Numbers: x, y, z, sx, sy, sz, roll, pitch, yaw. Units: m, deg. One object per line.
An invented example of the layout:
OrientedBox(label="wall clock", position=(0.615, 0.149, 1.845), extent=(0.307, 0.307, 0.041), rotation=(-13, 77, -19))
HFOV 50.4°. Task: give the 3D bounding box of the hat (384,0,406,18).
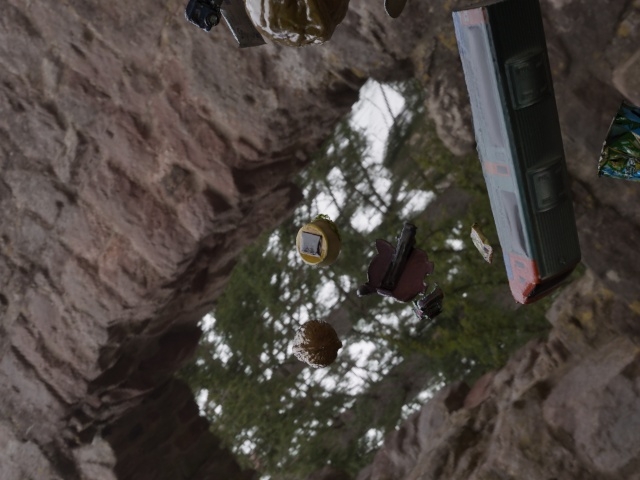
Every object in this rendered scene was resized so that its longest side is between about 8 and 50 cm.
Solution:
OrientedBox(label="hat", position=(0.177, -0.628, 1.588), extent=(0.173, 0.166, 0.144), rotation=(-33, -108, -29))

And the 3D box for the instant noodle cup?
OrientedBox(label="instant noodle cup", position=(0.902, -0.262, 1.899), extent=(0.178, 0.240, 0.240), rotation=(20, -157, 28))

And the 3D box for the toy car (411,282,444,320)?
OrientedBox(label="toy car", position=(0.243, 0.145, 1.511), extent=(0.055, 0.069, 0.142), rotation=(53, 175, 19))

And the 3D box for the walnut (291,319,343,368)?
OrientedBox(label="walnut", position=(-0.007, 0.215, 1.409), extent=(0.105, 0.105, 0.124), rotation=(39, 169, -1))

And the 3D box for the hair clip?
OrientedBox(label="hair clip", position=(0.172, 0.053, 1.471), extent=(0.146, 0.056, 0.187), rotation=(12, -111, 19))

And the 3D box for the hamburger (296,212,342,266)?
OrientedBox(label="hamburger", position=(0.000, 0.000, 1.793), extent=(0.081, 0.126, 0.141), rotation=(-9, -89, -49))

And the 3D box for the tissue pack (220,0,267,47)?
OrientedBox(label="tissue pack", position=(-0.246, -0.676, 2.073), extent=(0.122, 0.026, 0.193), rotation=(-26, -92, -51))

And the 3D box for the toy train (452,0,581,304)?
OrientedBox(label="toy train", position=(0.260, -0.101, 0.863), extent=(0.086, 0.409, 0.089), rotation=(-23, -160, -18))

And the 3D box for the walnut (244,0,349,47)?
OrientedBox(label="walnut", position=(-0.046, -0.502, 1.375), extent=(0.228, 0.228, 0.228), rotation=(27, -145, -20))

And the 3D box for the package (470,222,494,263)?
OrientedBox(label="package", position=(0.531, 0.007, 2.234), extent=(0.121, 0.031, 0.108), rotation=(62, 176, 29))

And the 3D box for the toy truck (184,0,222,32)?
OrientedBox(label="toy truck", position=(-0.240, -0.579, 1.539), extent=(0.088, 0.202, 0.074), rotation=(23, -154, -17))
